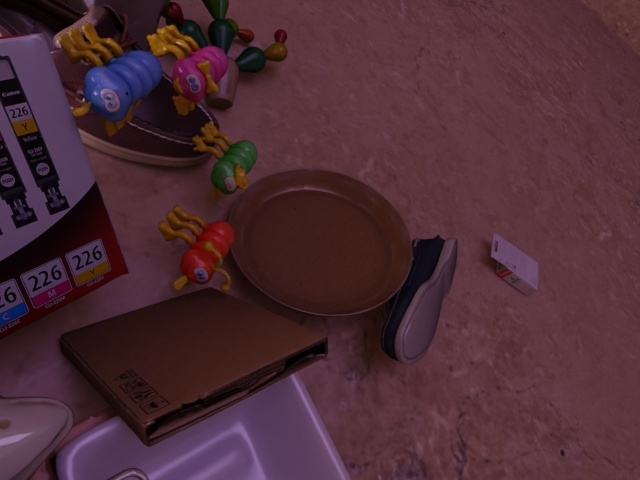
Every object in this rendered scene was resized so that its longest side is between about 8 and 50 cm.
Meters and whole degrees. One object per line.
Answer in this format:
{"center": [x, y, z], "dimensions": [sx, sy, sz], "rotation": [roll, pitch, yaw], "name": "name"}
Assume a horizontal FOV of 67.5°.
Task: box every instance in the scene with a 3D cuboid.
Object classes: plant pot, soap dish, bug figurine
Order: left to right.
{"center": [-0.130, -0.092, 0.488], "dimensions": [0.216, 0.072, 0.278], "rotation": [-71, 154, -44], "name": "bug figurine"}
{"center": [-0.077, 0.255, 0.403], "dimensions": [0.229, 0.118, 0.290], "rotation": [-19, 76, -39], "name": "soap dish"}
{"center": [0.000, 0.000, 0.616], "dimensions": [0.237, 0.032, 0.236], "rotation": [7, 51, -9], "name": "plant pot"}

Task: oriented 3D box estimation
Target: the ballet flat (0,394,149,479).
{"center": [-0.163, 0.159, 0.274], "dimensions": [0.316, 0.107, 0.106], "rotation": [45, 64, -5], "name": "ballet flat"}

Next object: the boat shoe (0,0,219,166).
{"center": [-0.263, -0.202, 0.536], "dimensions": [0.342, 0.123, 0.123], "rotation": [29, 52, -18], "name": "boat shoe"}

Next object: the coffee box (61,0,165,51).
{"center": [-0.301, -0.378, 0.602], "dimensions": [0.098, 0.141, 0.246], "rotation": [-27, 82, -41], "name": "coffee box"}

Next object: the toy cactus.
{"center": [-0.133, -0.280, 0.690], "dimensions": [0.219, 0.112, 0.180], "rotation": [12, 71, -47], "name": "toy cactus"}

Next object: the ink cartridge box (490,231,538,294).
{"center": [0.342, 0.041, 0.863], "dimensions": [0.115, 0.029, 0.062], "rotation": [32, 51, -13], "name": "ink cartridge box"}

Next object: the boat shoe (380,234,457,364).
{"center": [0.126, 0.068, 0.657], "dimensions": [0.254, 0.079, 0.095], "rotation": [-53, 141, -46], "name": "boat shoe"}

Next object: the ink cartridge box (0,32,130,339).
{"center": [-0.328, -0.036, 0.301], "dimensions": [0.309, 0.130, 0.271], "rotation": [-35, 126, -42], "name": "ink cartridge box"}

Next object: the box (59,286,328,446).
{"center": [-0.118, 0.093, 0.430], "dimensions": [0.165, 0.201, 0.021], "rotation": [-17, 109, -39], "name": "box"}
